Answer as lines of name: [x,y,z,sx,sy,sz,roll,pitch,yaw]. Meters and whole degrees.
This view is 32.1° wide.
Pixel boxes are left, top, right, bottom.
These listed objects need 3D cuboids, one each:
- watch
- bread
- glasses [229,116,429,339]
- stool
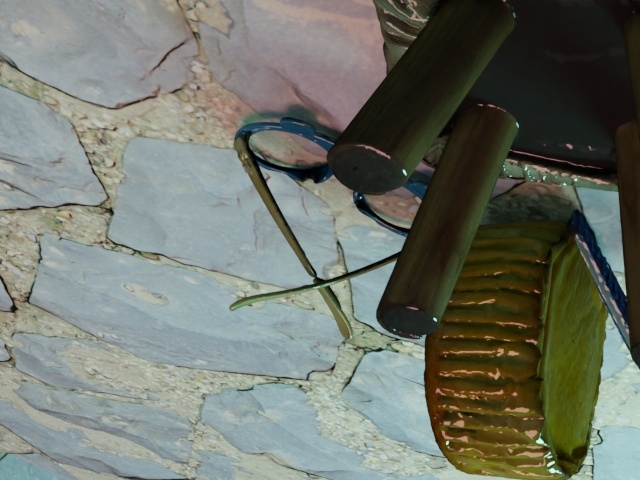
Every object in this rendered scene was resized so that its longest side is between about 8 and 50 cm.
watch: [0.364,0.111,1.043,0.276,0.068,0.274,11,132,26]
bread: [0.197,0.110,1.114,0.143,0.253,0.227,5,160,26]
glasses: [-0.007,-0.005,1.143,0.239,0.206,0.102,29,-176,-13]
stool: [0.179,-0.071,0.862,0.311,0.226,0.310,6,147,16]
